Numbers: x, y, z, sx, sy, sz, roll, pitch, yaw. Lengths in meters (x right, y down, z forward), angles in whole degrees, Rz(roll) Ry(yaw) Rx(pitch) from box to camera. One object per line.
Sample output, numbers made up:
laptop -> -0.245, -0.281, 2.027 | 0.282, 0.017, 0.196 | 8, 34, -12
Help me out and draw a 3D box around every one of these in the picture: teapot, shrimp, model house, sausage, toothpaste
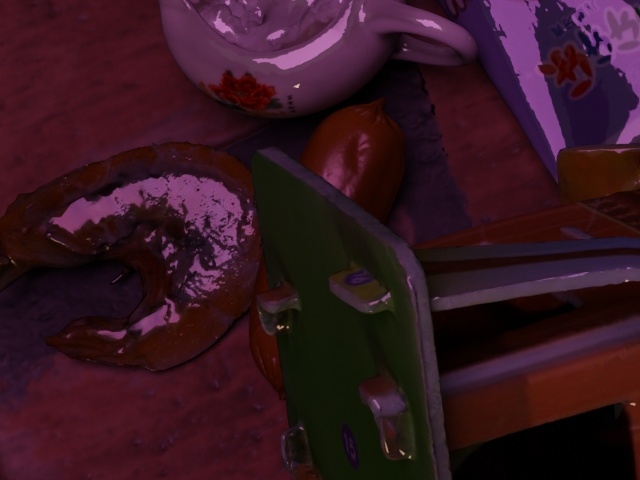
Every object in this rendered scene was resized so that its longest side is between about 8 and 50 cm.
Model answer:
teapot -> -0.011, -0.137, 0.983 | 0.226, 0.092, 0.145 | 16, 80, 19
shrimp -> -0.117, 0.011, 0.985 | 0.187, 0.051, 0.132 | -14, 68, 9
model house -> 0.176, 0.098, 0.747 | 0.324, 0.340, 0.300 | -15, 110, -17
sausage -> 0.000, 0.000, 0.955 | 0.062, 0.054, 0.183 | 16, 80, 40
toothpaste -> 0.094, -0.191, 0.991 | 0.125, 0.080, 0.371 | -35, 73, -1
